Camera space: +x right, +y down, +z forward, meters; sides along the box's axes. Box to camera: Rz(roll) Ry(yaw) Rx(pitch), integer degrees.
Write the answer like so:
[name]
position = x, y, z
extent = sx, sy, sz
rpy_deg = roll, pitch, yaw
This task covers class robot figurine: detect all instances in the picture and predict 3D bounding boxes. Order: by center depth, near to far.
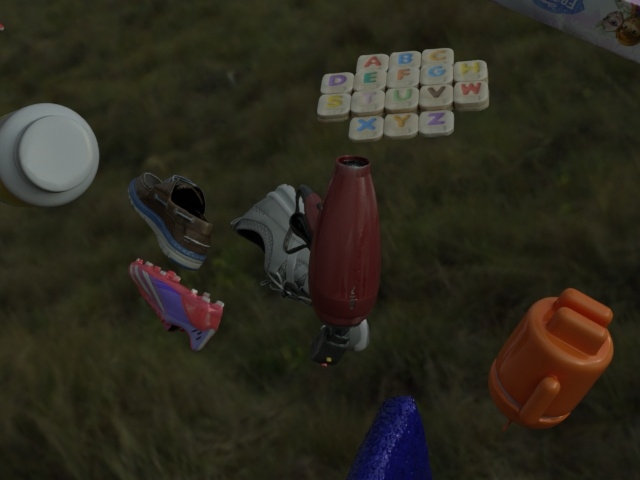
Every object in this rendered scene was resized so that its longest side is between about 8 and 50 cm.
[robot figurine]
position = 0.304, 0.163, 1.672
extent = 0.128, 0.219, 0.158
rpy_deg = 3, 45, -27

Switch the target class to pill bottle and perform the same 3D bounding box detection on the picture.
[pill bottle]
position = -0.326, -0.096, 1.454
extent = 0.117, 0.117, 0.215
rpy_deg = -34, 15, -19

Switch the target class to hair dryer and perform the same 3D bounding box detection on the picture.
[hair dryer]
position = 0.000, 0.000, 1.419
extent = 0.080, 0.223, 0.293
rpy_deg = -8, -24, -22

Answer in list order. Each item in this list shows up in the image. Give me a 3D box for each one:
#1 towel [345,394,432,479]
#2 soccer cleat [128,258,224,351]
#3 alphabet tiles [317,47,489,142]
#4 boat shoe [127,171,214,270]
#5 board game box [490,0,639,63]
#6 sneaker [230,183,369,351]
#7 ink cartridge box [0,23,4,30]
[towel]
position = 0.063, 0.352, 1.413
extent = 0.076, 0.227, 0.308
rpy_deg = 9, 39, 18
[soccer cleat]
position = -0.265, 0.106, 2.182
extent = 0.248, 0.083, 0.095
rpy_deg = 26, 90, 41
[alphabet tiles]
position = 0.138, -0.249, 2.101
extent = 0.284, 0.021, 0.278
rpy_deg = -4, 36, 10
[boat shoe]
position = -0.165, -0.037, 1.458
extent = 0.066, 0.066, 0.183
rpy_deg = -55, 42, 13
[board game box]
position = 0.246, -0.356, 1.466
extent = 0.318, 0.319, 0.066
rpy_deg = -71, 3, -54
[sneaker]
position = -0.026, 0.055, 1.796
extent = 0.115, 0.105, 0.281
rpy_deg = -28, 61, -13
[ink cartridge box]
position = -0.466, -0.226, 1.349
extent = 0.078, 0.134, 0.231
rpy_deg = -57, -13, 25
